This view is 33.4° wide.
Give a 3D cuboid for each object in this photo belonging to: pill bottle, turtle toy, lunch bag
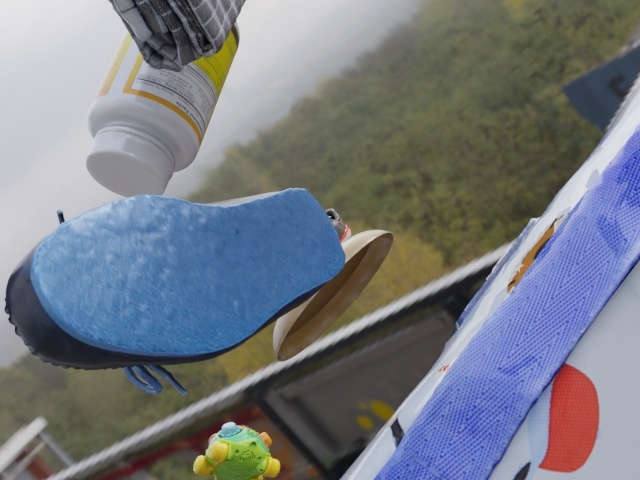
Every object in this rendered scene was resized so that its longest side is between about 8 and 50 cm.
[{"bbox_3d":[-0.166,-0.152,1.101,0.117,0.117,0.215,-28,38,52],"label":"pill bottle"},{"bbox_3d":[-0.111,0.274,1.360,0.130,0.095,0.066,-46,30,47],"label":"turtle toy"},{"bbox_3d":[0.179,0.116,0.571,0.239,0.385,0.328,26,71,43],"label":"lunch bag"}]

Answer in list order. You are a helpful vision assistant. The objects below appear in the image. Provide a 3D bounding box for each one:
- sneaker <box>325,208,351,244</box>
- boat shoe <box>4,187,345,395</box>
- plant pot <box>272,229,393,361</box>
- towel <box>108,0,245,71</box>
[{"bbox_3d":[0.000,0.000,1.689,0.061,0.065,0.158,-19,20,22],"label":"sneaker"},{"bbox_3d":[-0.075,0.034,0.590,0.089,0.109,0.258,-30,-14,29],"label":"boat shoe"},{"bbox_3d":[0.011,0.070,1.480,0.236,0.032,0.236,-45,-15,-15],"label":"plant pot"},{"bbox_3d":[-0.134,-0.320,0.929,0.121,0.284,0.235,-5,46,25],"label":"towel"}]
